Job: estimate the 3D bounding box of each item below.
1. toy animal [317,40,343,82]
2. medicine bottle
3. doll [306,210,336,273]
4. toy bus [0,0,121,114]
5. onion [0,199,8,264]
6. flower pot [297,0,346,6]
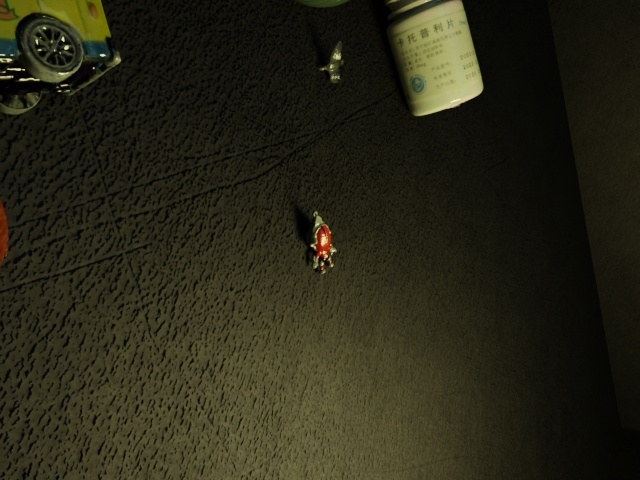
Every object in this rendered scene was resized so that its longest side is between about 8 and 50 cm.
[{"bbox_3d":[0.018,-0.323,0.884,0.084,0.050,0.028,84,1,-50],"label":"toy animal"},{"bbox_3d":[0.237,-0.434,1.043,0.170,0.170,0.293,-35,112,-45],"label":"medicine bottle"},{"bbox_3d":[-0.001,0.000,0.814,0.057,0.039,0.114,-20,117,-16],"label":"doll"},{"bbox_3d":[-0.337,-0.198,0.385,0.287,0.138,0.175,-23,103,-48],"label":"toy bus"},{"bbox_3d":[-0.332,0.019,0.333,0.229,0.163,0.230,-28,127,-45],"label":"onion"},{"bbox_3d":[0.003,-0.489,0.790,0.243,0.157,0.190,-44,116,-58],"label":"flower pot"}]
